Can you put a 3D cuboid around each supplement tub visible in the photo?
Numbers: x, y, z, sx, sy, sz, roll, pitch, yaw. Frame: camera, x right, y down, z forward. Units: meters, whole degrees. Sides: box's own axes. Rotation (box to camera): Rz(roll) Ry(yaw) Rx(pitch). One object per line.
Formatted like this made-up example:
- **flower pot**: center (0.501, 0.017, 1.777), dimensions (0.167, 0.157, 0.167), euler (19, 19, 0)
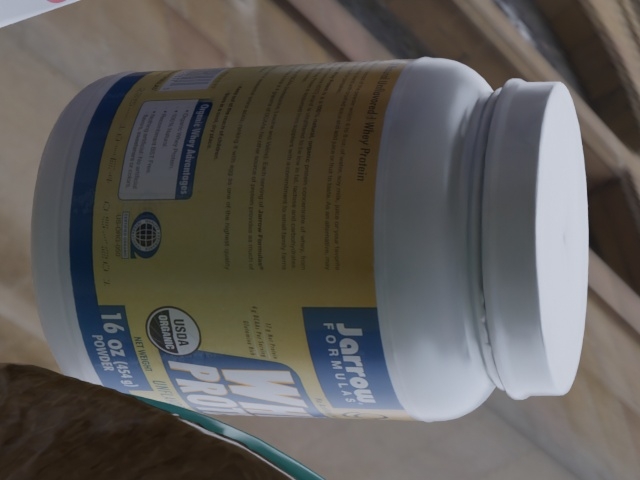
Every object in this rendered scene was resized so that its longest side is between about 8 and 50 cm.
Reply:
- **supplement tub**: center (0.000, 0.000, 0.638), dimensions (0.200, 0.144, 0.144), euler (-1, -122, 19)

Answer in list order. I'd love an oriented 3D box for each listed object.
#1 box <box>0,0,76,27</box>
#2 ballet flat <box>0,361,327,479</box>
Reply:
- **box**: center (-0.112, -0.161, 0.661), dimensions (0.186, 0.145, 0.038), euler (-16, -120, 6)
- **ballet flat**: center (-0.121, 0.074, 0.381), dimensions (0.342, 0.124, 0.116), euler (22, -66, 40)
